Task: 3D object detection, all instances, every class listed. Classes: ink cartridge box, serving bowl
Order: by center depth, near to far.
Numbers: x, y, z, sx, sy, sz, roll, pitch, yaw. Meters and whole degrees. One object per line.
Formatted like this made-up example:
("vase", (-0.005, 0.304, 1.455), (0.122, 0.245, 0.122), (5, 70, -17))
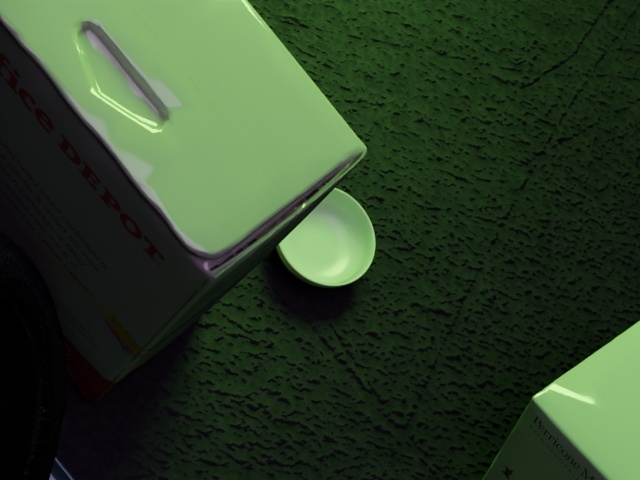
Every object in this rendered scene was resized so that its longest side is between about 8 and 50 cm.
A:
("ink cartridge box", (-0.136, -0.049, 0.774), (0.131, 0.306, 0.226), (-39, 90, -31))
("serving bowl", (0.000, 0.000, 0.979), (0.083, 0.027, 0.083), (8, 68, -21))

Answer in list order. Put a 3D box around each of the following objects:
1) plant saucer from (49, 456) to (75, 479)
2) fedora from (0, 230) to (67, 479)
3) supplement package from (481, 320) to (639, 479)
("plant saucer", (-0.182, 0.187, 0.829), (0.067, 0.018, 0.192), (-39, 88, -31))
("fedora", (-0.294, 0.126, 0.701), (0.152, 0.334, 0.334), (20, 55, 28))
("supplement package", (0.288, 0.196, 0.920), (0.204, 0.145, 0.262), (-28, 62, -31))
